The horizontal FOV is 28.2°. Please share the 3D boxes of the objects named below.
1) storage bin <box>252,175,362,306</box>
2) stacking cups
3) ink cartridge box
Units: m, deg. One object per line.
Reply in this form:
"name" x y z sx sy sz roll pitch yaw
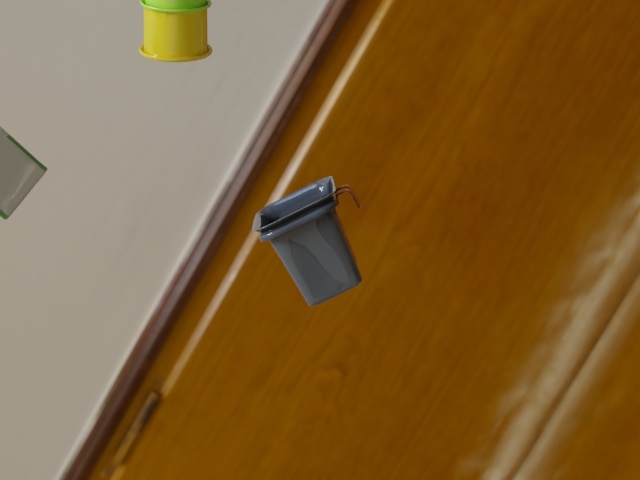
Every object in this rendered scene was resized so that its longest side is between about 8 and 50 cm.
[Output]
"storage bin" 0.000 0.000 1.202 0.091 0.098 0.135 63 -177 -10
"stacking cups" -0.184 -0.383 1.570 0.096 0.316 0.096 0 -154 0
"ink cartridge box" -0.475 -0.129 1.628 0.212 0.093 0.154 27 166 42
